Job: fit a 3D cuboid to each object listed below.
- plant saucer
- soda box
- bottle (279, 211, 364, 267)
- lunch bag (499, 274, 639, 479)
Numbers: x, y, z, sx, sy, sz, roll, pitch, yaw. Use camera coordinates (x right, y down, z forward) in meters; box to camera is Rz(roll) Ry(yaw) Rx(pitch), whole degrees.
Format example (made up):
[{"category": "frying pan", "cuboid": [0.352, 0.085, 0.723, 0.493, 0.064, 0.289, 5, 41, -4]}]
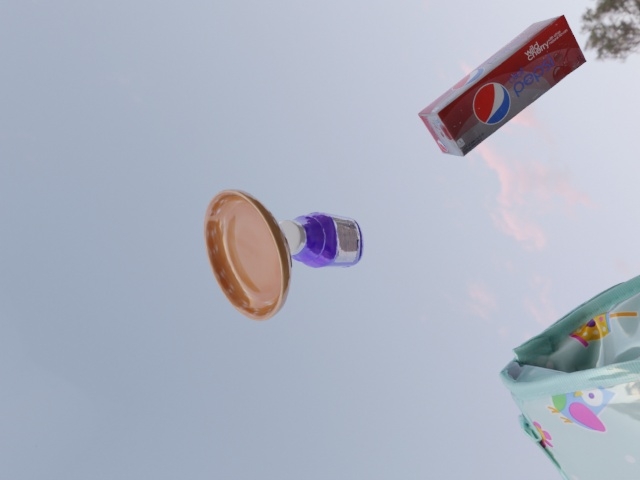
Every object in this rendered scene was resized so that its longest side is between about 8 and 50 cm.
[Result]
[{"category": "plant saucer", "cuboid": [-0.105, 0.020, 0.777, 0.037, 0.200, 0.200, -19, -99, -38]}, {"category": "soda box", "cuboid": [0.300, -0.256, 0.877, 0.263, 0.083, 0.092, -38, -73, -2]}, {"category": "bottle", "cuboid": [0.000, 0.000, 1.106, 0.283, 0.092, 0.118, 3, -100, -62]}, {"category": "lunch bag", "cuboid": [0.267, 0.111, 0.288, 0.223, 0.262, 0.160, 56, -152, -1]}]
